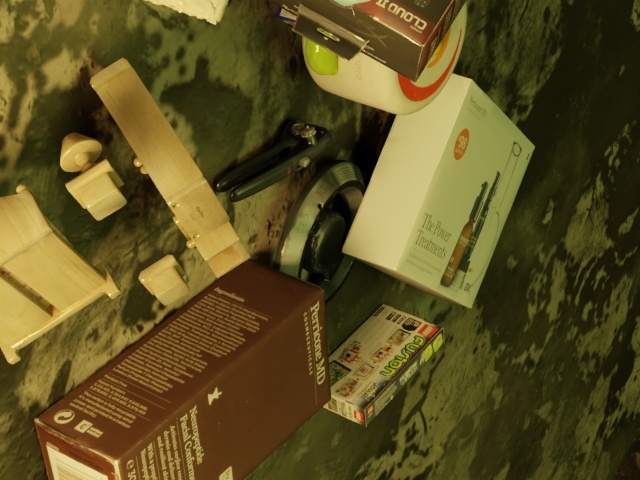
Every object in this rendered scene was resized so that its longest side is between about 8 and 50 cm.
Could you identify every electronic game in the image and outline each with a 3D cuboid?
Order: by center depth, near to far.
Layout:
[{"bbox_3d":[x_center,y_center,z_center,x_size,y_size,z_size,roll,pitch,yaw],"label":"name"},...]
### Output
[{"bbox_3d":[0.000,0.000,1.852,0.229,0.048,0.229,-46,148,-40],"label":"electronic game"}]

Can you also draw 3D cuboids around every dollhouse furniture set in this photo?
[{"bbox_3d":[-0.291,-0.003,1.421,0.355,0.174,0.303,-33,156,-2],"label":"dollhouse furniture set"}]

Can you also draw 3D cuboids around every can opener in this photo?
[{"bbox_3d":[-0.054,-0.095,1.704,0.186,0.059,0.073,-35,136,-42],"label":"can opener"}]

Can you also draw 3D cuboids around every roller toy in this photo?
[{"bbox_3d":[0.086,-0.258,1.659,0.209,0.146,0.191,-61,149,-11],"label":"roller toy"}]

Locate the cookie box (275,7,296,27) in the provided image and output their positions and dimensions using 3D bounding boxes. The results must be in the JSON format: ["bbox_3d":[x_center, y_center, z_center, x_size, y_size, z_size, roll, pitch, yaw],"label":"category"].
[{"bbox_3d":[0.002,-0.297,1.687,0.107,0.040,0.092,19,92,-58],"label":"cookie box"}]

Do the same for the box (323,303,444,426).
[{"bbox_3d":[0.081,0.181,2.019,0.207,0.114,0.036,-41,139,-37],"label":"box"}]

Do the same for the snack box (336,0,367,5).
[{"bbox_3d":[0.026,-0.427,1.400,0.187,0.060,0.322,30,73,-30],"label":"snack box"}]

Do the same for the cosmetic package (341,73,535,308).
[{"bbox_3d":[0.186,-0.068,2.014,0.377,0.097,0.284,25,84,-65],"label":"cosmetic package"}]

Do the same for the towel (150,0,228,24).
[{"bbox_3d":[-0.193,-0.323,1.225,0.282,0.049,0.187,17,94,-16],"label":"towel"}]

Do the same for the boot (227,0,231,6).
[{"bbox_3d":[-0.154,-0.337,1.301,0.088,0.176,0.244,-47,142,-31],"label":"boot"}]

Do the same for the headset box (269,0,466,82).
[{"bbox_3d":[0.074,-0.335,1.513,0.293,0.218,0.110,-59,173,-14],"label":"headset box"}]

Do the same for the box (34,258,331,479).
[{"bbox_3d":[-0.152,0.206,1.660,0.381,0.143,0.191,-40,138,-40],"label":"box"}]
